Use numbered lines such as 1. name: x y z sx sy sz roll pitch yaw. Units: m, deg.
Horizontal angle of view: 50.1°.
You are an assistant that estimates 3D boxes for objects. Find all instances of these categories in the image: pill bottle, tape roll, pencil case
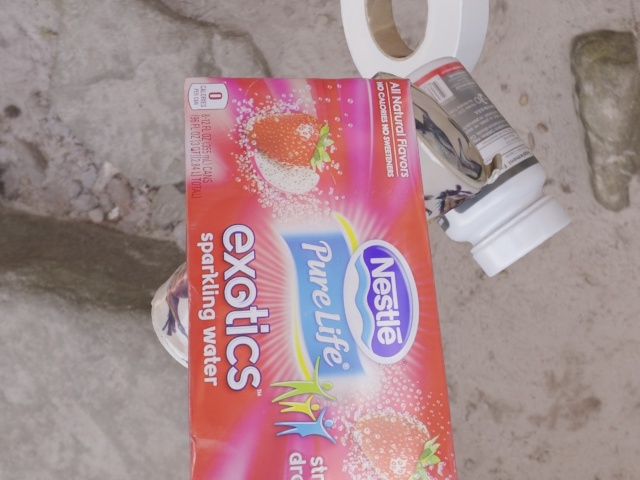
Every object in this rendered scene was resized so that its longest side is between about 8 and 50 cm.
1. pill bottle: 0.208 -0.101 0.963 0.161 0.161 0.283 -40 79 25
2. tape roll: 0.171 -0.462 1.343 0.072 0.392 0.391 -17 116 -27
3. pencil case: 0.000 0.000 0.774 0.183 0.160 0.410 38 114 -24

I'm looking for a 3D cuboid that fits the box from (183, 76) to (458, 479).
1. box: -0.008 0.047 0.387 0.128 0.122 0.256 -2 73 -7
